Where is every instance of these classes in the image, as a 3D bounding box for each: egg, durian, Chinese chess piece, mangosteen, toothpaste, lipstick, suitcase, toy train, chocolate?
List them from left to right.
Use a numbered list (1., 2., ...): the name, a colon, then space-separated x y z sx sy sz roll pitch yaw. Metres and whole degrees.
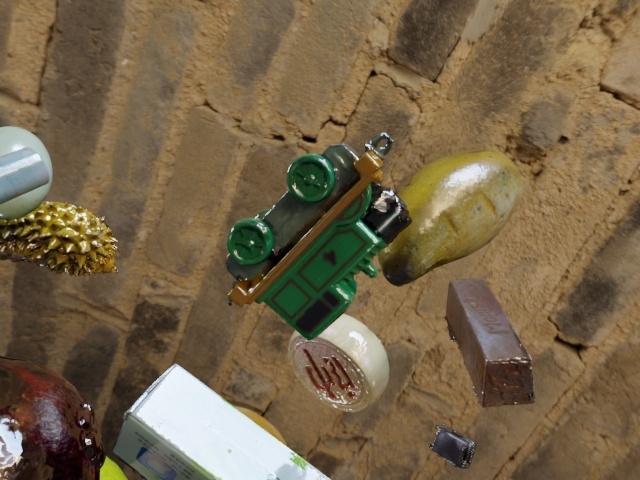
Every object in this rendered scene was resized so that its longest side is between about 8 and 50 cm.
1. lipstick: -0.368 -0.049 0.501 0.048 0.158 0.048 20 -50 26
2. mangosteen: -0.290 0.200 0.403 0.210 0.210 0.209 4 -74 15
3. egg: -0.621 -0.136 0.964 0.150 0.149 0.192 -6 -113 17
4. durian: -0.645 0.002 1.121 0.342 0.112 0.191 13 -48 -19
5. toothpaste: -0.021 0.244 0.412 0.337 0.067 0.081 36 -50 3
6. toy train: 0.000 0.000 0.463 0.228 0.091 0.136 -43 -88 13
7. Chinese chess piece: 0.045 0.308 1.231 0.270 0.112 0.269 21 -49 26
8. suitcase: 0.385 0.596 1.398 0.126 0.059 0.085 19 -88 43
9. chocolate: 0.333 0.188 0.987 0.112 0.321 0.111 -7 -67 5

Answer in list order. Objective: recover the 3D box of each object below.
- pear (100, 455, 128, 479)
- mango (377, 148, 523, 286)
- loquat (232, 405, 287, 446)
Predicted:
1. pear: -0.502 0.571 0.857 0.392 0.391 0.390 4 -74 15
2. mango: 0.213 -0.050 0.823 0.176 0.330 0.176 -21 -90 60
3. loquat: -0.224 0.539 1.092 0.329 0.328 0.327 4 -74 15
